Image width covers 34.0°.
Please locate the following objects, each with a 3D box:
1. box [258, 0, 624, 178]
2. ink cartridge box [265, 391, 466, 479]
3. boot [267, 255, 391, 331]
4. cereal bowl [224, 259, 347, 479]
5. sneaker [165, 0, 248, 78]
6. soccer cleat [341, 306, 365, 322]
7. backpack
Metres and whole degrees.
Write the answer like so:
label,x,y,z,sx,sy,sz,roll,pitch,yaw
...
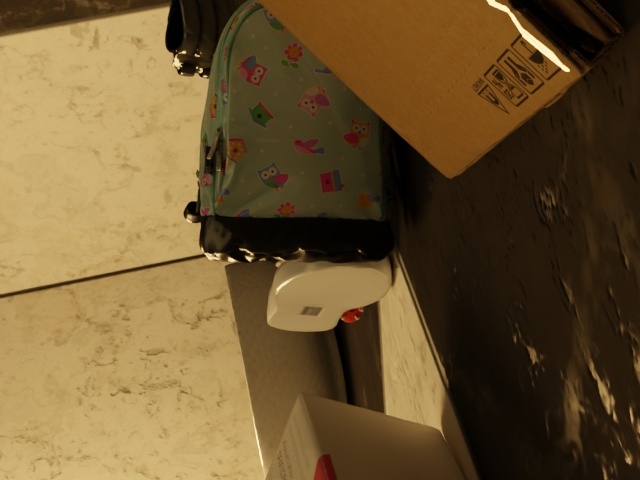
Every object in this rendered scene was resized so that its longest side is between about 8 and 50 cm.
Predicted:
label,x,y,z,sx,sy,sz,roll,pitch,yaw
box,0.016,-0.100,0.400,0.164,0.021,0.201,43,173,1
ink cartridge box,0.004,0.278,0.691,0.207,0.117,0.283,-117,46,-70
boot,0.000,0.000,0.930,0.258,0.095,0.123,136,139,-70
cereal bowl,-0.045,0.187,1.554,0.339,0.141,0.339,168,90,-84
sneaker,-0.078,-0.178,1.073,0.296,0.146,0.104,82,172,-46
soccer cleat,0.030,0.046,1.053,0.036,0.029,0.083,-94,0,-53
backpack,-0.012,-0.076,0.703,0.115,0.152,0.182,-161,72,-78
